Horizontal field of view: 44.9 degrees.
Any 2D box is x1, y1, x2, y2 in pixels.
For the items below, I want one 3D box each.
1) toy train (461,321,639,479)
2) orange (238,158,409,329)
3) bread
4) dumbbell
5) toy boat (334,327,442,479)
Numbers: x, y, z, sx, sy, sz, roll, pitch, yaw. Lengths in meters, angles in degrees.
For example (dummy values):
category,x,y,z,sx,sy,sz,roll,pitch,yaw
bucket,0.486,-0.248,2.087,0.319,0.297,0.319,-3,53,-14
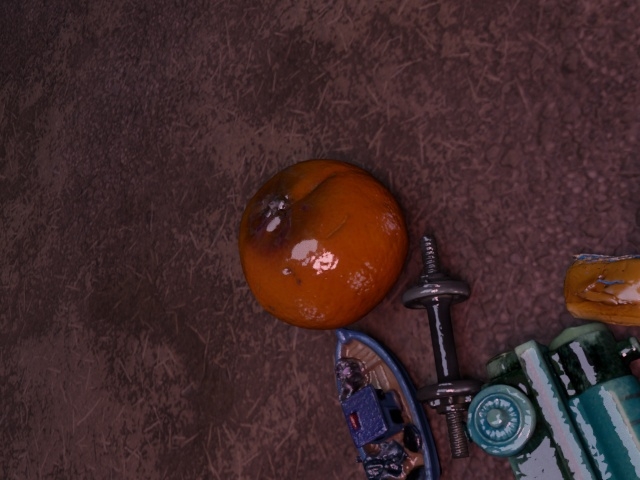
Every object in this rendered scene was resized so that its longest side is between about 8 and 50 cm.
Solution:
category,x,y,z,sx,sy,sz,roll,pitch,yaw
toy train,0.264,0.223,0.721,0.194,0.120,0.298,-32,59,24
orange,0.000,0.000,0.960,0.224,0.170,0.224,-23,49,29
bread,0.297,0.048,0.773,0.106,0.053,0.072,0,76,48
dumbbell,0.139,0.117,0.880,0.082,0.082,0.253,-20,67,37
toy boat,0.064,0.201,0.915,0.100,0.097,0.223,-38,57,25
